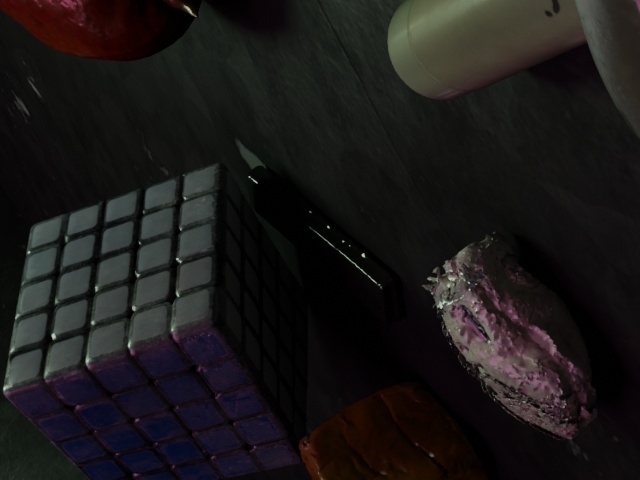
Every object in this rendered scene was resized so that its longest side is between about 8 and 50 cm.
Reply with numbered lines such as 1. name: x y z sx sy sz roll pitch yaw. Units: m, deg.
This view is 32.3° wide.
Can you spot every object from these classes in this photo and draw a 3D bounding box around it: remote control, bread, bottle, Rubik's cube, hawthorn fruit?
1. remote control: 0.000 0.000 1.098 0.245 0.025 0.063 40 149 43
2. bread: 0.076 0.243 1.086 0.149 0.143 0.158 52 161 42
3. bottle: 0.105 -0.126 0.578 0.072 0.072 0.201 61 161 -5
4. Rubik's cube: -0.157 0.100 1.145 0.238 0.237 0.237 -93 -18 -44
5. hawthorn fruit: -0.186 -0.250 0.985 0.251 0.189 0.189 24 143 32

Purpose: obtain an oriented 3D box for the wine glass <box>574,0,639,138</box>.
1. wine glass: 0.156 -0.098 0.427 0.111 0.111 0.204 16 136 63

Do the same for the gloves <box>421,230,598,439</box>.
1. gloves: 0.137 0.076 0.794 0.153 0.070 0.114 53 160 13
